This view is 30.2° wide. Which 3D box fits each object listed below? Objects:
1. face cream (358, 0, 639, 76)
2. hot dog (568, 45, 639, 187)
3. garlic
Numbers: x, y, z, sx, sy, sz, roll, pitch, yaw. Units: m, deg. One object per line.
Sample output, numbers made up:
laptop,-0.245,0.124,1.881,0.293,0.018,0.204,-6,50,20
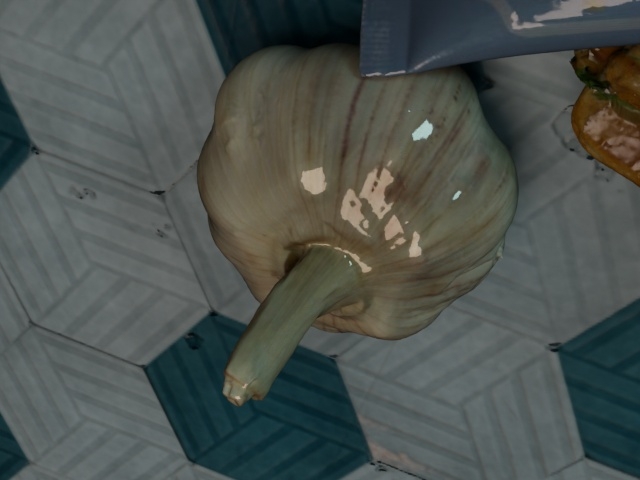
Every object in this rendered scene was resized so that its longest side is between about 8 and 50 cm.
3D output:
face cream,0.203,-0.147,0.569,0.385,0.086,0.136,3,91,20
hot dog,0.244,-0.041,0.647,0.250,0.076,0.104,34,149,-1
garlic,0.000,0.000,0.671,0.199,0.226,0.199,14,133,16
